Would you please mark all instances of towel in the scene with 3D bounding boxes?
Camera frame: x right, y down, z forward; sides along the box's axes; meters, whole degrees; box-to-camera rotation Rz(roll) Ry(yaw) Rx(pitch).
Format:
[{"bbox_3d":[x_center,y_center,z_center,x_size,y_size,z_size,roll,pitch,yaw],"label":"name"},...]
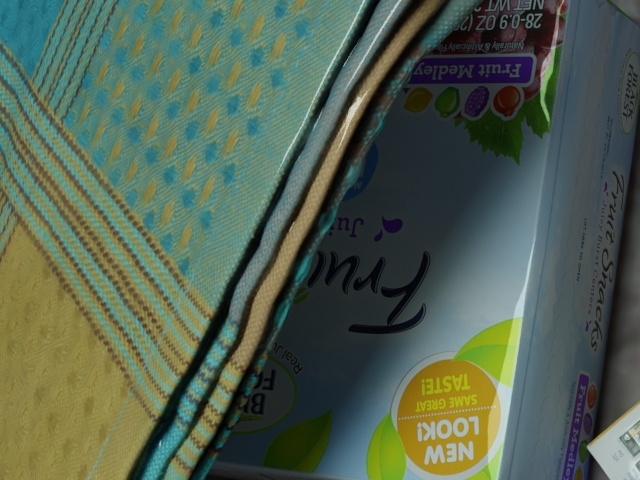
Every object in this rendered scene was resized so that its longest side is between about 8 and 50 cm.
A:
[{"bbox_3d":[-0.095,0.013,0.619,0.370,0.040,0.271,-62,35,18],"label":"towel"}]

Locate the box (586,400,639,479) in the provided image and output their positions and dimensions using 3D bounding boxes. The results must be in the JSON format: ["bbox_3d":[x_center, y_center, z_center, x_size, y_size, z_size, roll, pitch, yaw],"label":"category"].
[{"bbox_3d":[0.146,0.063,0.548,0.136,0.028,0.081,-42,58,13],"label":"box"}]

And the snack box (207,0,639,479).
[{"bbox_3d":[0.000,0.000,0.636,0.207,0.070,0.174,3,78,36],"label":"snack box"}]
